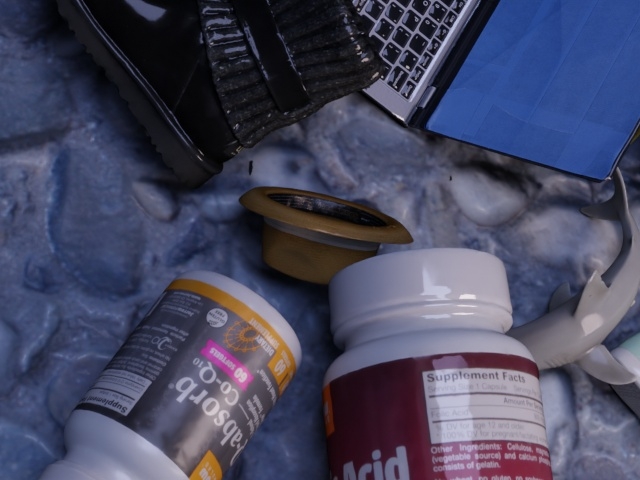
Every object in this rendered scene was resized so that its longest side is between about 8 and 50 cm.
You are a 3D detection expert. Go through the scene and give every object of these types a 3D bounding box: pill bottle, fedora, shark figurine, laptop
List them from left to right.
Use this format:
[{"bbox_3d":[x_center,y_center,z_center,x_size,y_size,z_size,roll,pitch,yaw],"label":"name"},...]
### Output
[{"bbox_3d":[-0.152,0.177,1.652,0.162,0.162,0.278,36,64,-1],"label":"pill bottle"},{"bbox_3d":[0.000,0.000,1.793,0.194,0.194,0.079,12,101,-13],"label":"fedora"},{"bbox_3d":[0.118,0.220,1.686,0.224,0.224,0.392,0,69,-17],"label":"pill bottle"},{"bbox_3d":[0.194,-0.323,1.865,0.408,0.236,0.382,36,73,-18],"label":"laptop"},{"bbox_3d":[0.306,0.040,1.847,0.166,0.116,0.278,25,67,27],"label":"shark figurine"}]

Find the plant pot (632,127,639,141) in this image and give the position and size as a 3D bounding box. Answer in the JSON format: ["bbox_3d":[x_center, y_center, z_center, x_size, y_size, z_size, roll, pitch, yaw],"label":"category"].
[{"bbox_3d":[0.338,-0.183,1.972,0.095,0.134,0.134,34,61,26],"label":"plant pot"}]

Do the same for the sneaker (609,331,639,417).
[{"bbox_3d":[0.450,0.190,1.866,0.151,0.094,0.256,-33,80,-19],"label":"sneaker"}]

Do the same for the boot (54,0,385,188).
[{"bbox_3d":[-0.116,-0.256,1.783,0.260,0.131,0.348,-34,91,14],"label":"boot"}]
